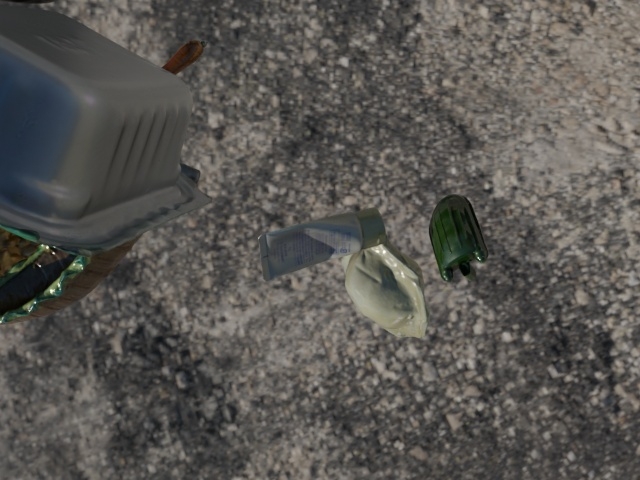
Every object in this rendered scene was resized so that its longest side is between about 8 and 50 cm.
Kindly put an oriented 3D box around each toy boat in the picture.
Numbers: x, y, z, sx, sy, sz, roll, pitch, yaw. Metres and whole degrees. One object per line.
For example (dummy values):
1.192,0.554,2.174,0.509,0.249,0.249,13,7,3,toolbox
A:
0.256,-0.011,1.709,0.104,0.052,0.210,-35,40,24,toy boat
-0.280,0.019,0.947,0.293,0.099,0.108,-38,40,18,toy boat

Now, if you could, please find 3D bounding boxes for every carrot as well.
-0.256,-0.307,1.575,0.142,0.035,0.035,-36,68,-2,carrot

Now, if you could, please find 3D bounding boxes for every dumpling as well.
0.141,0.084,1.804,0.258,0.147,0.193,57,148,5,dumpling

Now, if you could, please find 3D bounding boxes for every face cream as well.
0.000,0.000,1.586,0.070,0.224,0.114,-117,17,-44,face cream

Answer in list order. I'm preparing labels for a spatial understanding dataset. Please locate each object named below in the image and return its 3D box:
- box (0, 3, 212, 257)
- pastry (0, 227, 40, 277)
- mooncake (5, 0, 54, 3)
-0.221,-0.115,0.730,0.264,0.336,0.106,29,103,4,box
-0.469,-0.099,1.160,0.245,0.410,0.409,-2,95,57,pastry
-0.359,-0.423,1.064,0.283,0.141,0.282,8,105,29,mooncake
